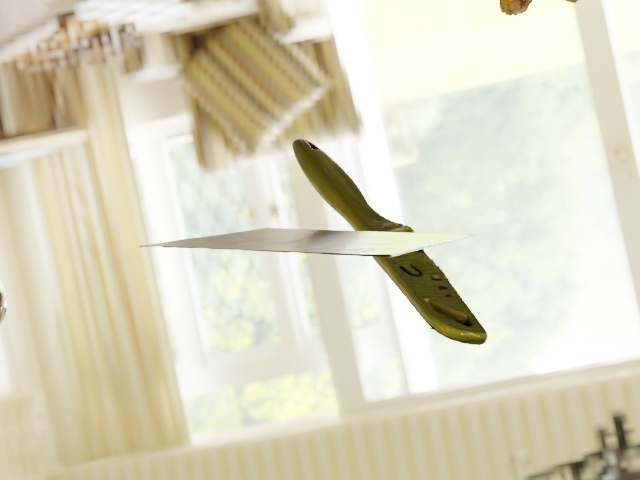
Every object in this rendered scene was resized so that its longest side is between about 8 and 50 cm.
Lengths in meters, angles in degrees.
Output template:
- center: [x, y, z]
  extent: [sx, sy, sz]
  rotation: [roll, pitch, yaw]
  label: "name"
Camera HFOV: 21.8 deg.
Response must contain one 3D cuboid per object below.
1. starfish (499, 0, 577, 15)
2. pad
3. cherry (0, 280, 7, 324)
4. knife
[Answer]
- center: [0.172, -0.310, 1.463]
  extent: [0.216, 0.238, 0.071]
  rotation: [-21, 170, -9]
  label: "starfish"
- center: [0.000, 0.000, 0.872]
  extent: [0.127, 0.004, 0.190]
  rotation: [2, -177, 17]
  label: "pad"
- center: [-0.295, 0.033, 1.237]
  extent: [0.106, 0.126, 0.087]
  rotation: [8, 124, -47]
  label: "cherry"
- center: [0.040, -0.007, 1.113]
  extent: [0.043, 0.020, 0.293]
  rotation: [2, -154, -23]
  label: "knife"
